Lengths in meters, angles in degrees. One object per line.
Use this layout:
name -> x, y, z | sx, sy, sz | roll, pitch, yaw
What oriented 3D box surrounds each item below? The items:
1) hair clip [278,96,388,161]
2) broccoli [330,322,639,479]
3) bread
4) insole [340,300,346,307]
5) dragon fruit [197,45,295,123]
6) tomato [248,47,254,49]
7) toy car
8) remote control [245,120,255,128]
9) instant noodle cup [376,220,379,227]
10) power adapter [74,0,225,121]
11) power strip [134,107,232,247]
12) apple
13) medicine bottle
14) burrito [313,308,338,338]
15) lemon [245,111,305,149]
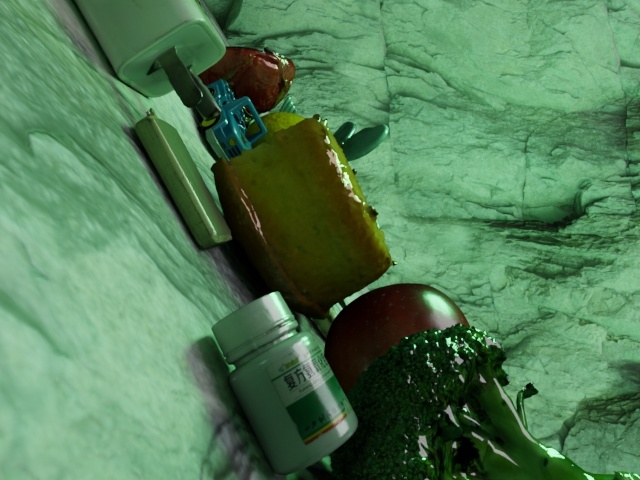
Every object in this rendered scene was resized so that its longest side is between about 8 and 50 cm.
hair clip -> -0.033, -0.268, 1.542 | 0.238, 0.392, 0.318 | 28, 20, -23
broccoli -> 0.150, 0.222, 0.488 | 0.297, 0.297, 0.298 | -43, 139, -53
bread -> 0.000, 0.000, 0.732 | 0.179, 0.194, 0.340 | 62, 4, 30
insole -> 0.007, 0.095, 1.325 | 0.322, 0.007, 0.109 | 54, 9, -50
dragon fruit -> -0.162, -0.308, 1.083 | 0.224, 0.218, 0.148 | -156, -113, -81
tomato -> -0.222, -0.493, 1.542 | 0.187, 0.187, 0.151 | 60, 27, -2
toy car -> -0.160, -0.216, 0.929 | 0.097, 0.100, 0.191 | 60, 8, -47
remote control -> -0.242, -0.377, 1.291 | 0.140, 0.056, 0.296 | 64, 7, 25
instant noodle cup -> 0.023, -0.048, 1.310 | 0.207, 0.207, 0.232 | 63, 12, 28
power adapter -> -0.191, -0.242, 0.629 | 0.205, 0.125, 0.130 | 59, 4, 1
power strip -> -0.154, -0.069, 0.570 | 0.169, 0.028, 0.076 | 62, 5, 1
apple -> 0.113, 0.171, 0.732 | 0.218, 0.218, 0.202 | 46, 24, -70
medicine bottle -> -0.032, 0.114, 0.425 | 0.131, 0.080, 0.080 | 61, 5, 8
burrito -> 0.021, 0.153, 0.910 | 0.186, 0.045, 0.041 | 59, 40, -32
lemon -> -0.077, -0.168, 1.044 | 0.244, 0.187, 0.187 | 11, -40, 53
